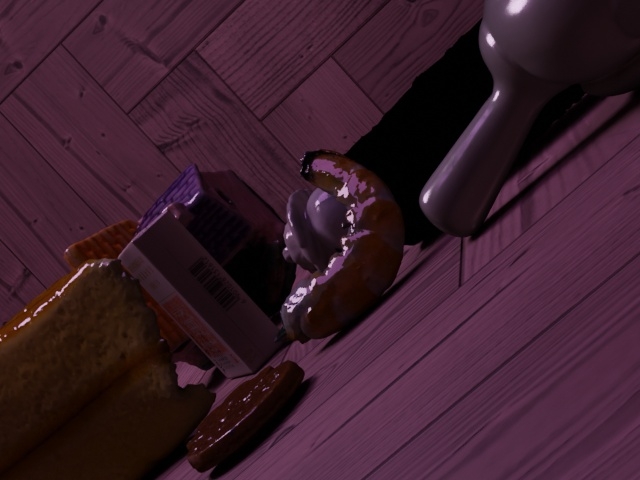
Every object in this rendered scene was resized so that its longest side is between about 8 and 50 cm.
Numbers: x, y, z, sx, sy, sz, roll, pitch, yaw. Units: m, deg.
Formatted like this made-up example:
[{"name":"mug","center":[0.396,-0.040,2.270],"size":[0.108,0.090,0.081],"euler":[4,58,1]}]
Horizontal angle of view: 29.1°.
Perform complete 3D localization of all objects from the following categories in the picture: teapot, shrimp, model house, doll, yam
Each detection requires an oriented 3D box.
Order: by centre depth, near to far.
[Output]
[{"name":"teapot","center":[0.194,-0.165,1.001],"size":[0.318,0.149,0.220],"euler":[-39,12,37]},{"name":"shrimp","center":[0.000,0.000,1.143],"size":[0.161,0.166,0.049],"euler":[-41,-28,17]},{"name":"yam","center":[0.142,-0.116,1.168],"size":[0.279,0.131,0.131],"euler":[-44,4,17]},{"name":"doll","center":[0.068,-0.053,1.328],"size":[0.293,0.119,0.138],"euler":[-35,-23,27]},{"name":"model house","center":[-0.175,0.044,1.595],"size":[0.237,0.202,0.237],"euler":[-41,-11,16]}]

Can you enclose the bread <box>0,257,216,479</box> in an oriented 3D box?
[{"name":"bread","center":[-0.242,0.153,1.369],"size":[0.361,0.233,0.245],"euler":[-36,5,27]}]

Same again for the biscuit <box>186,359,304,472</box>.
[{"name":"biscuit","center":[-0.065,0.152,1.067],"size":[0.124,0.026,0.175],"euler":[-42,5,-11]}]

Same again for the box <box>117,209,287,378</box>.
[{"name":"box","center":[-0.138,0.065,1.411],"size":[0.058,0.201,0.141],"euler":[-45,6,-18]}]

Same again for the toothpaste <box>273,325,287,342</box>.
[{"name":"toothpaste","center":[0.001,0.066,1.276],"size":[0.049,0.031,0.204],"euler":[-45,2,-29]}]
